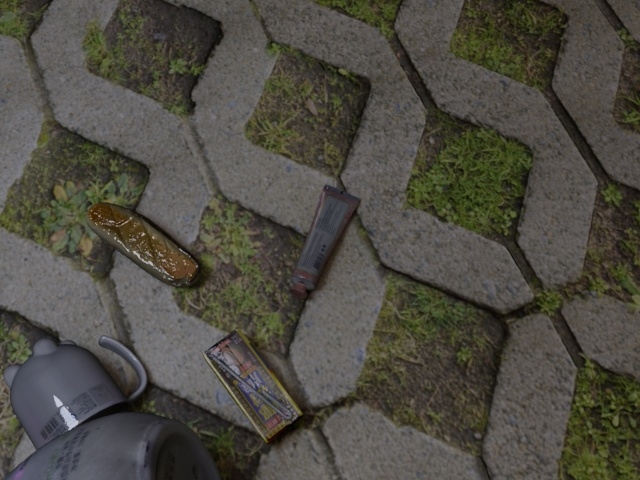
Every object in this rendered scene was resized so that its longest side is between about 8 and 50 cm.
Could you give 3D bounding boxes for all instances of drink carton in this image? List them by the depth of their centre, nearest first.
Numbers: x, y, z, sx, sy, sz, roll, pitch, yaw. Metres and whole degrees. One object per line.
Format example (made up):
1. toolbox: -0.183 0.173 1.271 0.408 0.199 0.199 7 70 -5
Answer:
1. drink carton: -0.102 0.220 0.987 0.071 0.056 0.166 -37 76 -13

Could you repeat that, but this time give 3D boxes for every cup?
1. cup: -0.352 0.207 0.936 0.173 0.134 0.142 -37 73 -14

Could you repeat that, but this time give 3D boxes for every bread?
1. bread: -0.284 0.007 1.060 0.214 0.053 0.073 33 75 6

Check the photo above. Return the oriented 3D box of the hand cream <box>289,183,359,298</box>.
1. hand cream: 0.000 0.000 1.089 0.067 0.043 0.210 23 64 3

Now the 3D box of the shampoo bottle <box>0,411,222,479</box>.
1. shampoo bottle: -0.266 0.363 0.794 0.266 0.273 0.273 -25 71 6
